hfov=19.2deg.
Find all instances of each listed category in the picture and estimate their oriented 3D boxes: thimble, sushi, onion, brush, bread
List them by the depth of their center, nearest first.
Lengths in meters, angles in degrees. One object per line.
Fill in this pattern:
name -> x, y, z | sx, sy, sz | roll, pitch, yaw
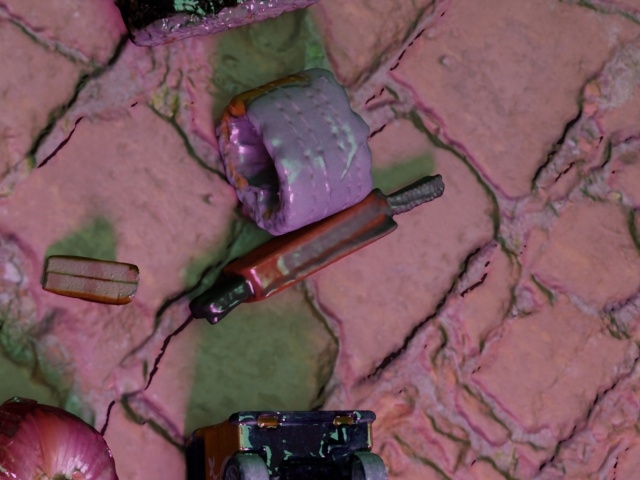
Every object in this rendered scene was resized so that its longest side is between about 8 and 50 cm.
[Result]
onion -> -0.293, 0.262, 1.772 | 0.230, 0.163, 0.230 | 23, 61, -51
bread -> -0.217, 0.041, 1.881 | 0.062, 0.109, 0.043 | 23, 74, -65
sushi -> -0.102, -0.273, 1.929 | 0.225, 0.136, 0.126 | -24, 96, -31
thimble -> -0.025, -0.092, 1.940 | 0.118, 0.127, 0.151 | -22, 86, -26
brush -> 0.000, -0.001, 1.975 | 0.323, 0.070, 0.051 | -27, 96, -27

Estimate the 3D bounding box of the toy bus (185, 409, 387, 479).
toy bus -> -0.036, 0.334, 1.847 | 0.162, 0.194, 0.323 | 2, 79, -24
